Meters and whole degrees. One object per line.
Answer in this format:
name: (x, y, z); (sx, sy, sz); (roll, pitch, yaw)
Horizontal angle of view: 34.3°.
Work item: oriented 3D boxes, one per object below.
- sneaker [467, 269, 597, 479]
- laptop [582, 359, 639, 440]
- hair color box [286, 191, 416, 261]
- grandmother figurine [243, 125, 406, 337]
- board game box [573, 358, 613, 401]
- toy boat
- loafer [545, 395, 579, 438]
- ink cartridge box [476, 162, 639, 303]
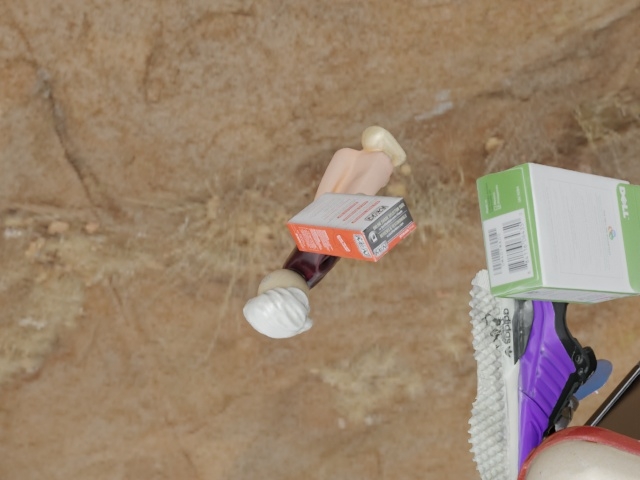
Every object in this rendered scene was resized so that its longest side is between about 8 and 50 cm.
sneaker: (0.261, 0.176, 1.232); (0.146, 0.102, 0.293); (-4, 100, -16)
laptop: (0.434, 0.287, 1.246); (0.236, 0.382, 0.408); (13, 120, 36)
hair color box: (0.033, -0.017, 1.180); (0.141, 0.072, 0.043); (7, 129, 53)
grandmother figurine: (0.000, 0.000, 1.434); (0.104, 0.342, 0.208); (29, 145, 5)
board game box: (0.415, 0.259, 1.701); (0.168, 0.133, 0.033); (-35, 96, 7)
toy boat: (0.273, 0.215, 0.828); (0.231, 0.151, 0.151); (18, 121, 13)
loafer: (0.298, 0.234, 1.456); (0.080, 0.078, 0.220); (3, 162, 43)
ink cartridge box: (0.239, -0.001, 0.951); (0.209, 0.109, 0.062); (5, 165, -40)
